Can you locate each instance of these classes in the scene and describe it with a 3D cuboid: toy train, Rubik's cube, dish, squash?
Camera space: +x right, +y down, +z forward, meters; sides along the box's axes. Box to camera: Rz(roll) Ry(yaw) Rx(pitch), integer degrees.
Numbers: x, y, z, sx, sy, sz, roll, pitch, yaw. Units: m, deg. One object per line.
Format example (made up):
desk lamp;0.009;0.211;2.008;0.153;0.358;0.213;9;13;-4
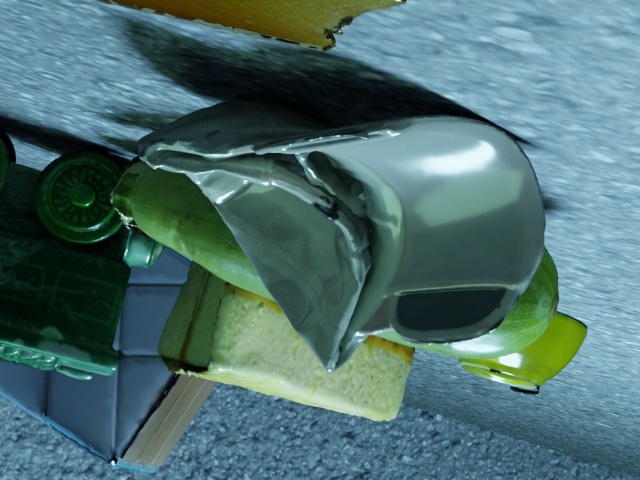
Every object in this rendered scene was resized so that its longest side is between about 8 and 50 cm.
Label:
toy train;-0.276;0.004;1.417;0.266;0.201;0.145;14;170;-8
Rubik's cube;-0.229;0.100;1.713;0.231;0.221;0.224;32;174;10
dish;0.196;0.110;1.642;0.149;0.080;0.208;13;170;23
squash;-0.001;-0.004;1.172;0.371;0.118;0.118;17;173;22

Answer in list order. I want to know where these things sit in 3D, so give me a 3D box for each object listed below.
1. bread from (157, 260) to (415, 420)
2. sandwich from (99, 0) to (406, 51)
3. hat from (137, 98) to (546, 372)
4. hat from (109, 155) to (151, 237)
bread;0.003;0.072;1.495;0.264;0.167;0.163;15;172;-19
sandwich;-0.059;-0.125;0.652;0.162;0.058;0.193;21;168;-36
hat;0.019;-0.039;1.011;0.226;0.164;0.219;-26;126;15
hat;-0.133;-0.041;1.351;0.077;0.059;0.076;7;152;24
